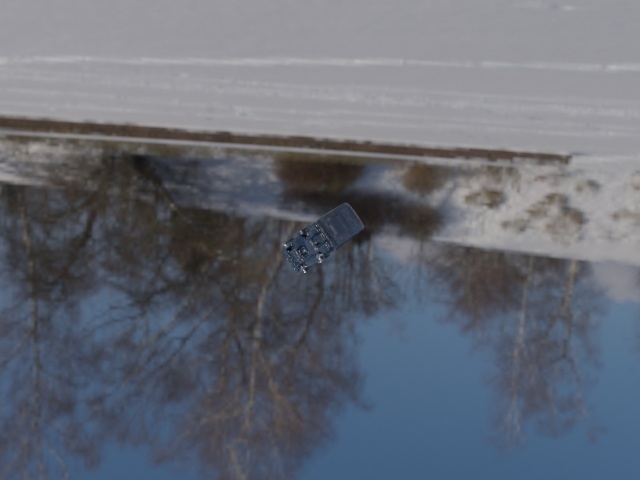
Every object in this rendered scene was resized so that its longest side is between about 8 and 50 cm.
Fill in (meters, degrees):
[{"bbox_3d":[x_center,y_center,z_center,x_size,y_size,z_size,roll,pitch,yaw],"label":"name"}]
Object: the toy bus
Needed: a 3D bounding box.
[{"bbox_3d":[0.000,0.000,1.246,0.065,0.047,0.166,-34,180,-19],"label":"toy bus"}]
